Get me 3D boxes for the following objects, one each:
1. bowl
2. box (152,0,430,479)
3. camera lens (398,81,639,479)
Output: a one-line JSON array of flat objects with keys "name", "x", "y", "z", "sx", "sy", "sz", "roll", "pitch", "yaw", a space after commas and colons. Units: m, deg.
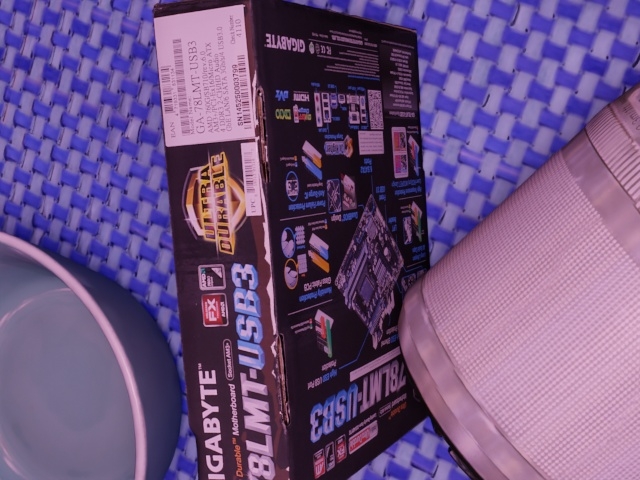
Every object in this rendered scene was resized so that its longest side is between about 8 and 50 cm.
[{"name": "bowl", "x": -0.238, "y": 0.136, "z": 0.973, "sx": 0.311, "sy": 0.163, "sz": 0.312, "roll": 2, "pitch": 96, "yaw": 22}, {"name": "box", "x": 0.000, "y": 0.000, "z": 0.791, "sx": 0.073, "sy": 0.295, "sz": 0.294, "roll": -1, "pitch": 95, "yaw": 23}, {"name": "camera lens", "x": 0.202, "y": 0.042, "z": 0.751, "sx": 0.274, "sy": 0.219, "sz": 0.219, "roll": -45, "pitch": 78, "yaw": 20}]
